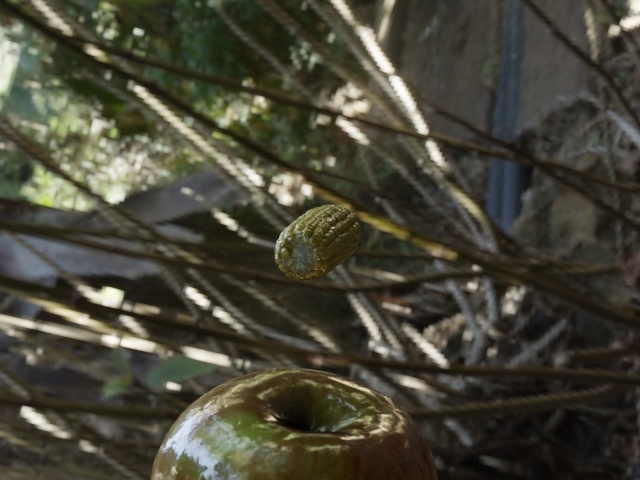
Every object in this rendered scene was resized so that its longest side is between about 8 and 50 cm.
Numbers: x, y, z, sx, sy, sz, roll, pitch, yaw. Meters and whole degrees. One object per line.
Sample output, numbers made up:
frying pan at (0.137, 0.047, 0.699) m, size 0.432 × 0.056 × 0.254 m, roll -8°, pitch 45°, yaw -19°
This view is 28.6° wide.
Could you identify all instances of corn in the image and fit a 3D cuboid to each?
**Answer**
corn at (0.000, 0.000, 1.536) m, size 0.238 × 0.080 × 0.080 m, roll -33°, pitch -39°, yaw -77°

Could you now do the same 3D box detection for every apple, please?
apple at (-0.038, 0.371, 1.713) m, size 0.400 × 0.400 × 0.333 m, roll -108°, pitch 29°, yaw -67°
